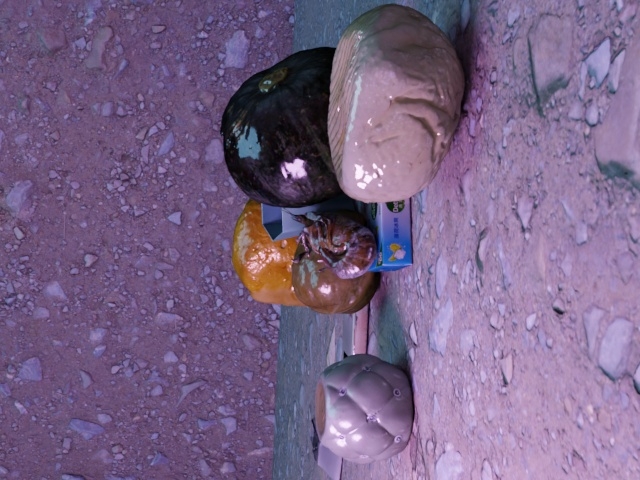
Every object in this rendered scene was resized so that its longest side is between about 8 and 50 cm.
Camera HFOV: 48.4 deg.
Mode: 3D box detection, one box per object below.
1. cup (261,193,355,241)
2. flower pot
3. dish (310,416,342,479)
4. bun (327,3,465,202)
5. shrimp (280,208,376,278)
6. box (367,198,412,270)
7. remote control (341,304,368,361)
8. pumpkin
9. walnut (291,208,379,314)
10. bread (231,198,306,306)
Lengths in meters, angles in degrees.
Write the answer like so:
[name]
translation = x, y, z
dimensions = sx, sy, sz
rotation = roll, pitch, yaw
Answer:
[cup]
translation = -0.029, -0.079, 1.962
dimensions = 0.134, 0.236, 0.148
rotation = 26, 118, 59
[flower pot]
translation = 0.094, 0.379, 1.611
dimensions = 0.246, 0.195, 0.245
rotation = -179, 90, -81
[dish]
translation = 0.015, 0.666, 2.372
dimensions = 0.243, 0.080, 0.181
rotation = -116, 28, -70
[bun]
translation = 0.140, -0.244, 1.314
dimensions = 0.349, 0.228, 0.352
rotation = 111, 160, -64
[shrimp]
translation = 0.006, -0.004, 1.692
dimensions = 0.343, 0.117, 0.145
rotation = 30, 106, 47
[box]
translation = 0.156, -0.030, 1.643
dimensions = 0.139, 0.073, 0.194
rotation = 139, 131, -77
[remote control]
translation = 0.097, 0.285, 2.018
dimensions = 0.145, 0.050, 0.343
rotation = -142, 54, -78
[pumpkin]
translation = -0.029, -0.273, 1.767
dimensions = 0.344, 0.455, 0.454
rotation = 55, -172, -28
[walnut]
translation = 0.040, 0.059, 1.858
dimensions = 0.283, 0.227, 0.282
rotation = -22, 56, 37
[bread]
translation = -0.070, 0.020, 2.120
dimensions = 0.250, 0.395, 0.360
rotation = 160, 114, -63
